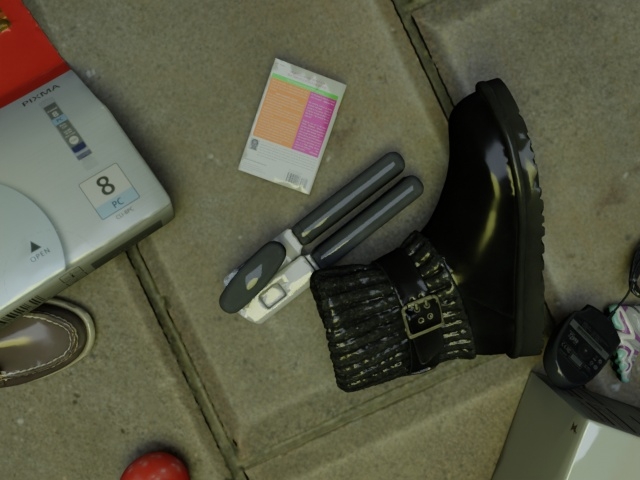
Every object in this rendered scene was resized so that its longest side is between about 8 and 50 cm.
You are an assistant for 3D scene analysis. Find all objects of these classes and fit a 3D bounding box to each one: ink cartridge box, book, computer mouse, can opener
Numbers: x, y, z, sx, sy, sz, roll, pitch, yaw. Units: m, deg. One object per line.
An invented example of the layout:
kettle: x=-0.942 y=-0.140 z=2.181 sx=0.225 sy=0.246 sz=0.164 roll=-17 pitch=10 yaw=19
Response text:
ink cartridge box: x=-0.405 y=-0.105 z=0.759 sx=0.308 sy=0.091 sz=0.385 roll=-35 pitch=88 yaw=-14
book: x=-0.035 y=-0.141 z=0.817 sx=0.096 sy=0.035 sz=0.144 roll=20 pitch=93 yaw=-2
computer mouse: x=0.345 y=0.084 z=0.785 sx=0.242 sy=0.041 sz=0.071 roll=-42 pitch=90 yaw=-18
can opener: x=0.000 y=0.000 z=0.789 sx=0.283 sy=0.095 sz=0.076 roll=-38 pitch=91 yaw=3

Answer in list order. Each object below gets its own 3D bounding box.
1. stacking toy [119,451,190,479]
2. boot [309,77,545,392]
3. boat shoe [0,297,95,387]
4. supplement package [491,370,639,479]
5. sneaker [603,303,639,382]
stacking toy: x=-0.160 y=0.423 z=0.809 sx=0.141 sy=0.141 sz=0.330 roll=-24 pitch=84 yaw=3
boot: x=0.111 y=0.007 z=0.743 sx=0.260 sy=0.131 sz=0.348 roll=-8 pitch=106 yaw=2
boat shoe: x=-0.452 y=0.134 z=0.811 sx=0.324 sy=0.097 sz=0.117 roll=-3 pitch=92 yaw=2
supplement package: x=0.356 y=0.303 z=0.738 sx=0.262 sy=0.198 sz=0.199 roll=19 pitch=94 yaw=1
sneaker: x=0.396 y=0.126 z=0.808 sx=0.069 sy=0.038 sz=0.098 roll=-7 pitch=93 yaw=3
